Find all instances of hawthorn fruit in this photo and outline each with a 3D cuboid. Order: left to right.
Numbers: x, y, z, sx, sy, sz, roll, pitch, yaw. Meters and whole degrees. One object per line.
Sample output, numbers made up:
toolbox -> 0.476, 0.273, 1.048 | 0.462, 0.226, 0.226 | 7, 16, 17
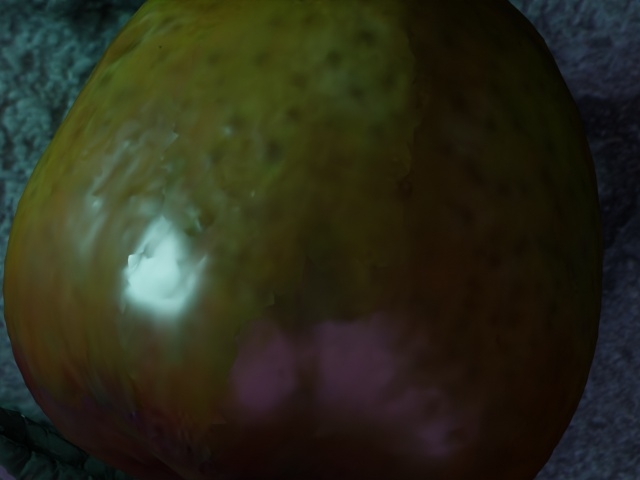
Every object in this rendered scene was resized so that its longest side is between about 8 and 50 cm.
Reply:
hawthorn fruit -> 0.000, 0.000, 1.136 | 0.472, 0.472, 0.472 | -6, 121, -9

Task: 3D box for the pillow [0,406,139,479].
pillow -> -0.246, 0.307, 1.442 | 0.326, 0.101, 0.228 | 27, 109, -27
